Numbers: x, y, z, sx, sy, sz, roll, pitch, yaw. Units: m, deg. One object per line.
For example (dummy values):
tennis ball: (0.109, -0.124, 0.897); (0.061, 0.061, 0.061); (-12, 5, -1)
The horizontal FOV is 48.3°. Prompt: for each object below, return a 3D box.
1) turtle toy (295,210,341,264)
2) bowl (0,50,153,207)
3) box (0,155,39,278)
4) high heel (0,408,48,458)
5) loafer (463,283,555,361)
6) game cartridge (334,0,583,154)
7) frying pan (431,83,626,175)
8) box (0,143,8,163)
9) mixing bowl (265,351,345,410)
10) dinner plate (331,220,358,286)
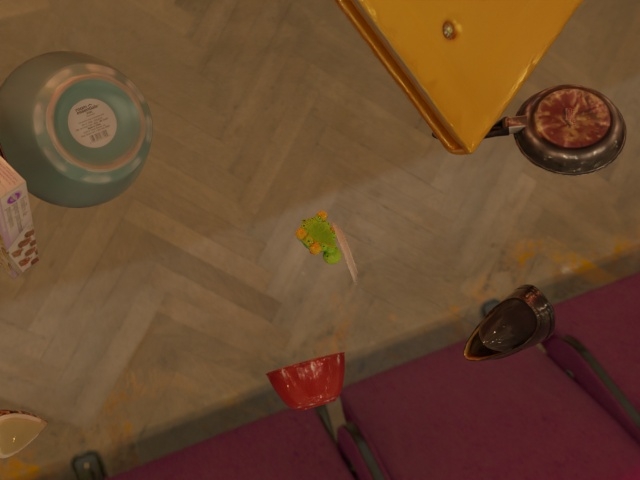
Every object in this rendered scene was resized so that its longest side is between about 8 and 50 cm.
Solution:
turtle toy: (0.000, 0.000, 1.670); (0.095, 0.066, 0.130); (-40, 84, -26)
bowl: (-0.446, -0.217, 1.364); (0.311, 0.163, 0.312); (-2, 94, -35)
box: (-0.547, -0.030, 1.248); (0.067, 0.324, 0.063); (43, 61, 5)
high heel: (-0.669, 0.346, 1.345); (0.261, 0.186, 0.093); (1, 100, -59)
loafer: (0.202, 0.099, 0.773); (0.061, 0.170, 0.062); (-28, 69, -15)
game cartridge: (0.195, -0.324, 0.933); (0.285, 0.052, 0.324); (47, 70, -27)
frying pan: (0.390, -0.228, 1.298); (0.326, 0.053, 0.197); (22, 68, 18)
box: (-0.662, -0.141, 1.194); (0.232, 0.059, 0.183); (-16, 70, -32)
mixing bowl: (-0.021, 0.313, 1.554); (0.181, 0.181, 0.098); (-12, 77, -16)
dinner plate: (0.052, 0.025, 1.437); (0.017, 0.141, 0.141); (-20, 108, 0)
